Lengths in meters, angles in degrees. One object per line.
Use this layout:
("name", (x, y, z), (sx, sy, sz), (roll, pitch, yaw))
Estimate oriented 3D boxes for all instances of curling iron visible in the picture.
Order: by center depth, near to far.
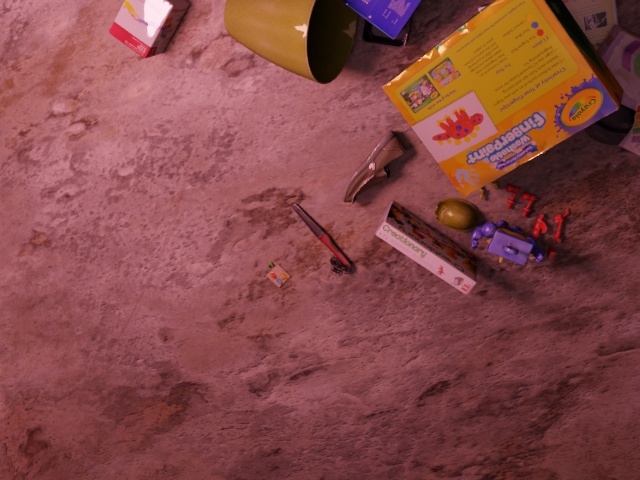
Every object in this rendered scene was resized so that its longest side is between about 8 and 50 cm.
("curling iron", (0.000, 0.000, 2.097), (0.068, 0.035, 0.274), (-33, 101, 22))

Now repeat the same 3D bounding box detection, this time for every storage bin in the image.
("storage bin", (0.181, -0.602, 1.792), (0.122, 0.084, 0.180), (11, 114, 8))

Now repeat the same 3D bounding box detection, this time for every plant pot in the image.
("plant pot", (-0.094, -0.575, 1.791), (0.294, 0.275, 0.274), (19, 115, 23))

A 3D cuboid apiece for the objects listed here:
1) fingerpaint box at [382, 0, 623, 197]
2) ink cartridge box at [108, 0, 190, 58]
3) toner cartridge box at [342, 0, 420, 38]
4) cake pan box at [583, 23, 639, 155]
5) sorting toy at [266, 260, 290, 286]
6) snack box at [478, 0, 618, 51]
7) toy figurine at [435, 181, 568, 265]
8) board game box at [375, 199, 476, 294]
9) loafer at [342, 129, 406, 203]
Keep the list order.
("fingerpaint box", (0.448, -0.379, 1.710), (0.445, 0.163, 0.371), (-33, 99, 37))
("ink cartridge box", (-0.474, -0.622, 1.908), (0.127, 0.128, 0.176), (36, 115, -3))
("toner cartridge box", (0.214, -0.673, 1.630), (0.165, 0.075, 0.348), (37, 127, -2))
("cake pan box", (0.772, -0.370, 1.725), (0.246, 0.070, 0.266), (26, 125, -5))
("sorting toy", (-0.145, 0.105, 2.184), (0.083, 0.012, 0.062), (44, 114, -7))
("snack box", (0.577, -0.540, 1.738), (0.322, 0.060, 0.187), (-9, 111, 16))
("toy figurine", (0.500, -0.034, 1.871), (0.363, 0.217, 0.191), (23, 114, 3))
("board game box", (0.306, 0.015, 1.948), (0.305, 0.193, 0.053), (33, 115, -2))
("loafer", (0.153, -0.194, 1.953), (0.087, 0.094, 0.251), (38, 114, 1))
